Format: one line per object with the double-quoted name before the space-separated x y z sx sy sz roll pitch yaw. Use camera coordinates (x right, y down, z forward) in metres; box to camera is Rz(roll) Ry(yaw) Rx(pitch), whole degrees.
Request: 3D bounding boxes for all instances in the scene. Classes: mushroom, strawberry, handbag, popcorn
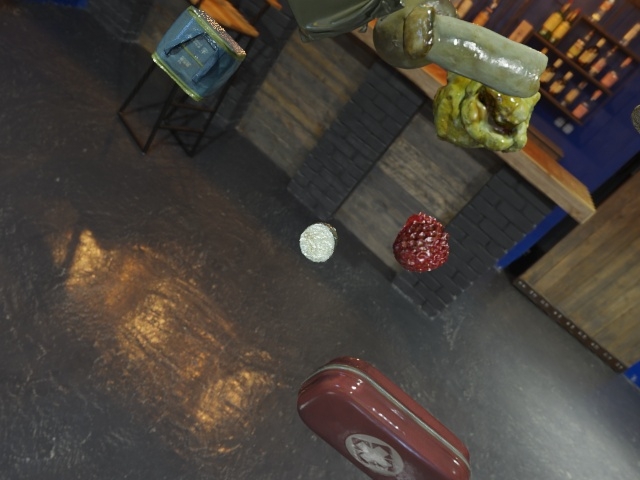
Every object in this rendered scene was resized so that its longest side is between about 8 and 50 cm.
"mushroom" 0.296 -0.359 0.962 0.312 0.100 0.081 11 14 -21
"strawberry" 0.339 0.027 1.820 0.178 0.234 0.234 -23 62 -28
"handbag" 0.022 -0.540 0.981 0.316 0.253 0.109 53 30 -54
"handbag" -0.441 -0.677 1.816 0.263 0.241 0.222 42 16 -14
"popcorn" 0.413 -0.333 1.268 0.225 0.276 0.276 43 26 -22

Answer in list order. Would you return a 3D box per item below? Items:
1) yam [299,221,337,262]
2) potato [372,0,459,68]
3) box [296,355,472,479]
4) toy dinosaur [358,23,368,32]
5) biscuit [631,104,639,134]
"yam" 0.000 0.000 1.404 0.107 0.107 0.183 40 6 2
"potato" 0.229 -0.503 1.202 0.177 0.235 0.160 -20 92 -20
"box" 0.133 0.424 1.095 0.404 0.263 0.108 39 45 0
"toy dinosaur" 0.075 -0.816 1.723 0.294 0.162 0.077 -4 20 -27
"biscuit" 0.743 -0.241 1.077 0.152 0.020 0.152 45 1 -1
